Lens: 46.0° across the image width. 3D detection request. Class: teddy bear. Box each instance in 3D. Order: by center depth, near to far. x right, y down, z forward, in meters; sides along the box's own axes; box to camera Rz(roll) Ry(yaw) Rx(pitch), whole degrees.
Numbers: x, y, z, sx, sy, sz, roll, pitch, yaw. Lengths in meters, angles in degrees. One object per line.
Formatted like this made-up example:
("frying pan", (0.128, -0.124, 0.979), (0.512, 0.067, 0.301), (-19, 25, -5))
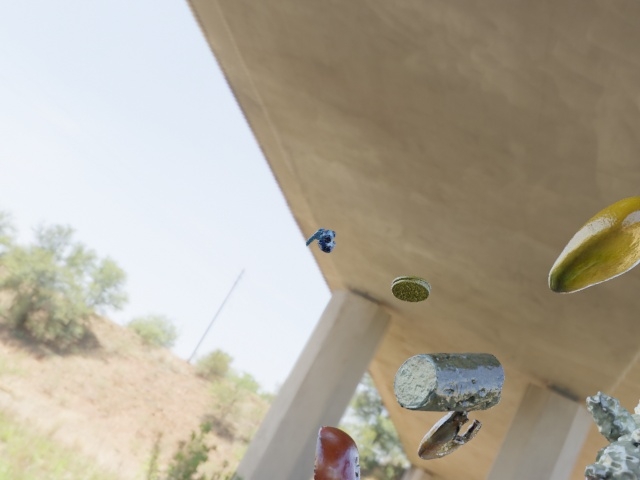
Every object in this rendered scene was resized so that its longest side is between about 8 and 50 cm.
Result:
("teddy bear", (0.670, 0.367, 1.441), (0.328, 0.375, 0.362), (25, -2, 33))

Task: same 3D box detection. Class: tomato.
("tomato", (0.048, 0.546, 1.772), (0.085, 0.224, 0.225), (-7, -29, 10))

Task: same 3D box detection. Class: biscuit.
("biscuit", (0.194, 0.104, 1.616), (0.084, 0.023, 0.084), (9, -35, 6))

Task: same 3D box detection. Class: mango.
("mango", (0.644, 0.012, 1.688), (0.176, 0.317, 0.119), (41, 16, -49))

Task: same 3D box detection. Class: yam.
("yam", (0.231, 0.255, 1.355), (0.194, 0.107, 0.107), (6, -3, -35))

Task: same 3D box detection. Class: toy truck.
("toy truck", (0.000, 0.000, 2.345), (0.090, 0.056, 0.073), (8, -66, 17))

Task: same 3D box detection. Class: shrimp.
("shrimp", (0.308, 0.430, 1.716), (0.144, 0.052, 0.251), (-5, -36, -25))
